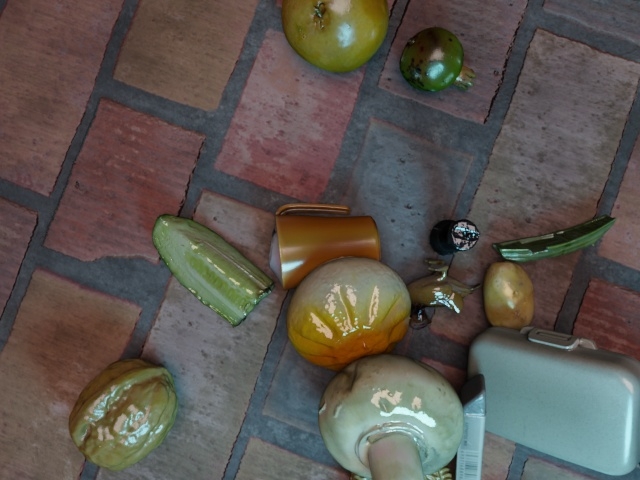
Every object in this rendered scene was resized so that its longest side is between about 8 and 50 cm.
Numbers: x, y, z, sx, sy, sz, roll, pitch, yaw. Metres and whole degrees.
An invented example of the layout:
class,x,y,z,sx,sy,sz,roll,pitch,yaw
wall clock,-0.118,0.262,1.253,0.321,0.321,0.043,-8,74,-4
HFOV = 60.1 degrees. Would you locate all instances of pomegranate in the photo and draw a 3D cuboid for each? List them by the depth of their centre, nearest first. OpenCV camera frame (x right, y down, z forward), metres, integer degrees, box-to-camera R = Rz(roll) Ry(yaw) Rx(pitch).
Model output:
class,x,y,z,sx,sy,sz,roll,pitch,yaw
pomegranate,0.290,-0.431,1.358,0.204,0.159,0.159,21,88,-22

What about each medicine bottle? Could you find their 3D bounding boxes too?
class,x,y,z,sx,sy,sz,roll,pitch,yaw
medicine bottle,0.504,0.339,1.212,0.374,0.122,0.283,9,105,43

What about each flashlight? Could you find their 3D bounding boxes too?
class,x,y,z,sx,sy,sz,roll,pitch,yaw
flashlight,0.314,-0.010,1.284,0.092,0.232,0.093,0,89,1

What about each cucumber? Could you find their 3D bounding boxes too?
class,x,y,z,sx,sy,sz,roll,pitch,yaw
cucumber,-0.273,0.061,1.366,0.325,0.105,0.145,38,115,3

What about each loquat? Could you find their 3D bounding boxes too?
class,x,y,z,sx,sy,sz,roll,pitch,yaw
loquat,0.036,-0.537,1.324,0.262,0.263,0.263,0,87,2

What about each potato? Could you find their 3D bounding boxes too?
class,x,y,z,sx,sy,sz,roll,pitch,yaw
potato,0.454,0.138,1.336,0.118,0.109,0.178,-7,92,-21

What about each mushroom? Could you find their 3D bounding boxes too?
class,x,y,z,sx,sy,sz,roll,pitch,yaw
mushroom,0.166,0.415,1.185,0.315,0.315,0.356,-30,77,0

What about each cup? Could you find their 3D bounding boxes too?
class,x,y,z,sx,sy,sz,roll,pitch,yaw
cup,0.000,0.000,1.341,0.263,0.182,0.226,-6,56,-6

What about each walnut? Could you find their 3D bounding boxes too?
class,x,y,z,sx,sy,sz,roll,pitch,yaw
walnut,-0.456,0.397,1.294,0.224,0.257,0.257,34,88,35

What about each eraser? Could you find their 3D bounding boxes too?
class,x,y,z,sx,sy,sz,roll,pitch,yaw
eraser,0.341,0.467,1.265,0.061,0.089,0.352,2,112,13

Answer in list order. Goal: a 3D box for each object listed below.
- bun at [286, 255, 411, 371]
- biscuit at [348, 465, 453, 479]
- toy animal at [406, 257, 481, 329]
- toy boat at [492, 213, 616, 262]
class,x,y,z,sx,sy,sz,roll,pitch,yaw
bun,0.076,0.189,1.258,0.298,0.165,0.299,-7,125,-10
biscuit,0.187,0.587,1.298,0.258,0.079,0.259,2,61,-4
toy animal,0.297,0.141,1.358,0.188,0.089,0.179,5,104,1
toy boat,0.573,0.002,1.349,0.292,0.093,0.055,-15,105,1
